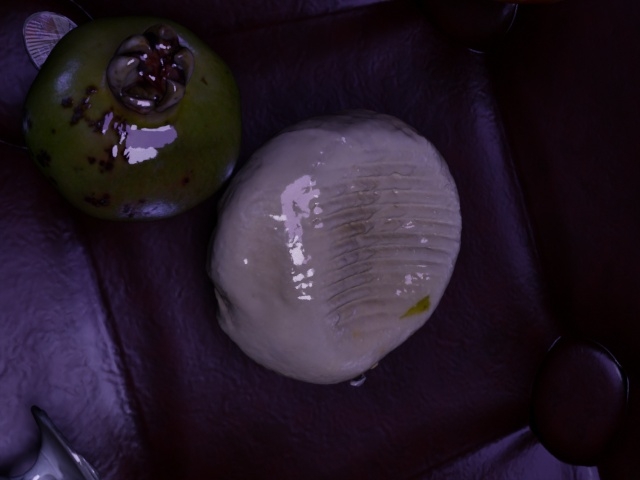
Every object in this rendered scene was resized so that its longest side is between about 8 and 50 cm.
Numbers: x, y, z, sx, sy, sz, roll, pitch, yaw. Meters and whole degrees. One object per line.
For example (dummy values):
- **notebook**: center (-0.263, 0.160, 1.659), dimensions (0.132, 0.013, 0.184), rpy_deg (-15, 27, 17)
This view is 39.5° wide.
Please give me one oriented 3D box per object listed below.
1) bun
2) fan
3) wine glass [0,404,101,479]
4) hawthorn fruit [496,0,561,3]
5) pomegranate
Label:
- **bun**: center (0.000, 0.000, 0.821), dimensions (0.259, 0.160, 0.259), rpy_deg (-12, 108, -41)
- **fan**: center (-0.229, -0.174, 0.806), dimensions (0.080, 0.003, 0.060), rpy_deg (8, 83, -26)
- **wine glass**: center (-0.283, 0.232, 0.692), dimensions (0.222, 0.103, 0.103), rpy_deg (-36, 102, -24)
- **hawthorn fruit**: center (0.234, -0.387, 0.922), dimensions (0.284, 0.284, 0.284), rpy_deg (2, 85, -26)
- **pomegranate**: center (-0.139, -0.111, 0.736), dimensions (0.179, 0.210, 0.179), rpy_deg (24, 53, -36)
